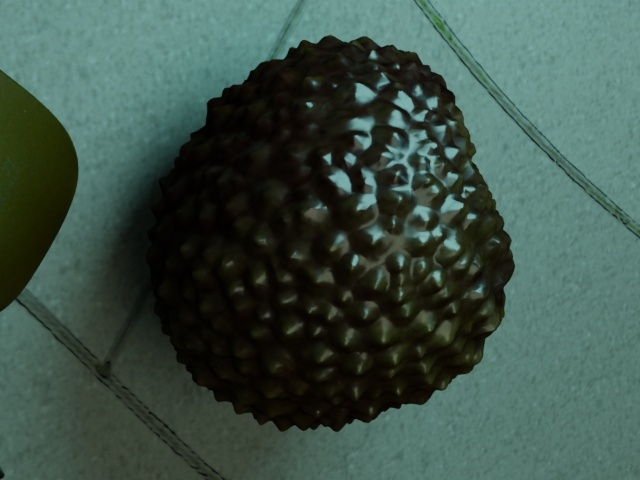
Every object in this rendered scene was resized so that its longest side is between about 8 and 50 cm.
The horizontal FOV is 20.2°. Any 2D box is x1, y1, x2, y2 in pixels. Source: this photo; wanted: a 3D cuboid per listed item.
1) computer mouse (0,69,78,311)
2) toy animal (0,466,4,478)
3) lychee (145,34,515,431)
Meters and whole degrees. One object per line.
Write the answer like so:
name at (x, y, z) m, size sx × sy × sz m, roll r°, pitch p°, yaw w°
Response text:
computer mouse at (-0.282, -0.065, 1.135) m, size 0.310 × 0.072 × 0.158 m, roll 37°, pitch 77°, yaw -37°
toy animal at (-0.255, 0.280, 1.247) m, size 0.176 × 0.073 × 0.217 m, roll -25°, pitch 113°, yaw -14°
lychee at (0.000, 0.000, 1.260) m, size 0.267 × 0.267 × 0.267 m, roll -10°, pitch 108°, yaw -35°
